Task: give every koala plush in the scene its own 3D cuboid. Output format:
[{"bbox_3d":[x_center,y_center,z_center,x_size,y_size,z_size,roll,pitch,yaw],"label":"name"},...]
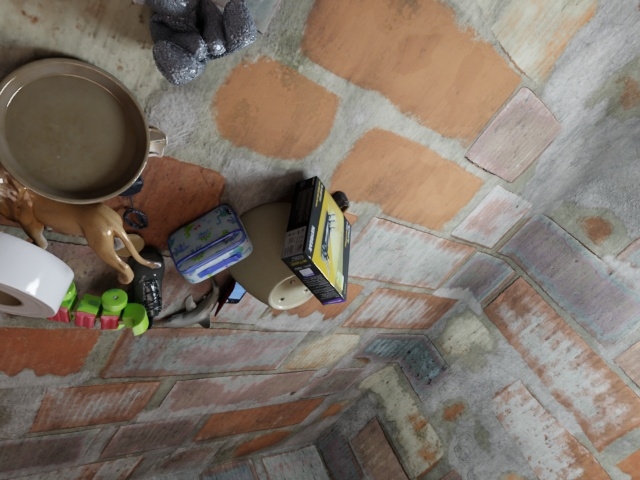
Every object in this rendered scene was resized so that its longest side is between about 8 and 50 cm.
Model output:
[{"bbox_3d":[-0.263,-0.429,0.765,0.196,0.203,0.221,-36,122,-9],"label":"koala plush"}]

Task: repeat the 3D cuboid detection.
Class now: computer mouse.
[{"bbox_3d":[-0.478,-0.113,1.056,0.071,0.041,0.242,-15,146,-23],"label":"computer mouse"}]

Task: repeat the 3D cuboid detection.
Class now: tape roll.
[{"bbox_3d":[-0.717,0.075,0.927,0.286,0.100,0.286,7,151,4],"label":"tape roll"}]

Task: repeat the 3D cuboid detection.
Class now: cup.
[{"bbox_3d":[-0.127,0.077,1.338,0.331,0.237,0.331,-19,140,-17],"label":"cup"}]

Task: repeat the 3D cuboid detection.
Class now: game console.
[{"bbox_3d":[-0.300,0.198,1.475,0.124,0.085,0.144,13,125,-42],"label":"game console"}]

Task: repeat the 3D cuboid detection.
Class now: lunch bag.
[{"bbox_3d":[-0.311,0.011,1.186,0.219,0.176,0.090,-28,143,-4],"label":"lunch bag"}]

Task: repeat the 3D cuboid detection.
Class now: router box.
[{"bbox_3d":[0.000,0.000,1.243,0.081,0.309,0.243,-16,134,25],"label":"router box"}]

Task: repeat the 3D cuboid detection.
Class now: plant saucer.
[{"bbox_3d":[-0.485,-0.211,0.830,0.278,0.041,0.278,-7,102,-37],"label":"plant saucer"}]

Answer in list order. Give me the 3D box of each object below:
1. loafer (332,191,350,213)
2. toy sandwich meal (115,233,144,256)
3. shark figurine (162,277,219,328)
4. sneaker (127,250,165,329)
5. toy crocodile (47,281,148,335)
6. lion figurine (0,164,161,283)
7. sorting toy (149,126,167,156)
[{"bbox_3d":[0.040,-0.083,1.417,0.062,0.061,0.170,3,132,-38],"label":"loafer"},{"bbox_3d":[-0.531,0.010,1.158,0.085,0.029,0.085,-19,137,-19],"label":"toy sandwich meal"},{"bbox_3d":[-0.393,0.236,1.436,0.278,0.116,0.166,-46,142,20],"label":"shark figurine"},{"bbox_3d":[-0.509,0.153,1.245,0.109,0.130,0.286,-9,137,-34],"label":"sneaker"},{"bbox_3d":[-0.647,0.191,1.152,0.340,0.105,0.115,14,128,-13],"label":"toy crocodile"},{"bbox_3d":[-0.546,-0.051,0.905,0.392,0.142,0.240,13,140,-7],"label":"lion figurine"},{"bbox_3d":[-0.403,-0.220,0.981,0.083,0.045,0.075,-14,146,-22],"label":"sorting toy"}]
